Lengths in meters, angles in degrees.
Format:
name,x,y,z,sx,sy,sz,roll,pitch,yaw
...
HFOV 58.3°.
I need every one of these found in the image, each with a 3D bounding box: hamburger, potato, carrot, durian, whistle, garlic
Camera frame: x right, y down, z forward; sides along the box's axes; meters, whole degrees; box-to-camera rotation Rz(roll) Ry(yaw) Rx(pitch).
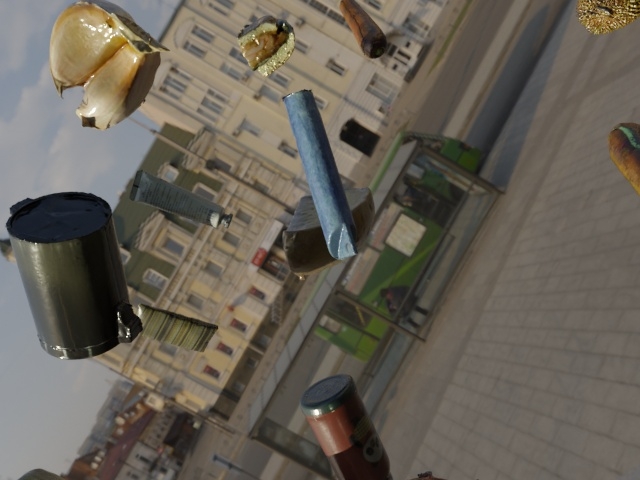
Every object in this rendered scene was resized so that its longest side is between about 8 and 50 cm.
name,x,y,z,sx,sy,sz,roll,pitch,yaw
hamburger,-0.148,-0.566,1.636,0.155,0.135,0.208,-27,28,5
potato,0.034,0.008,1.390,0.264,0.189,0.211,-69,-24,-64
carrot,0.084,-0.430,1.156,0.055,0.055,0.161,-57,47,43
durian,0.718,-0.587,1.421,0.158,0.137,0.168,-6,42,41
whistle,0.003,-0.115,1.012,0.062,0.304,0.062,-17,-5,-2
carrot,0.529,-0.099,0.904,0.070,0.070,0.260,-58,25,36
garlic,-0.571,-0.472,1.540,0.313,0.286,0.249,-43,49,25

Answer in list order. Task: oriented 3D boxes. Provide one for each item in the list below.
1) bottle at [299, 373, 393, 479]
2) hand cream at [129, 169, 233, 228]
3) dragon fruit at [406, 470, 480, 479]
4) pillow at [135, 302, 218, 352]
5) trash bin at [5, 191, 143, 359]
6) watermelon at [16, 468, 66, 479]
name,x,y,z,sx,sy,sz,roll,pitch,yaw
bottle,0.080,0.498,1.385,0.144,0.336,0.144,-24,10,5
hand cream,-0.315,-0.085,1.307,0.050,0.234,0.080,-83,16,-68
dragon fruit,0.236,0.533,1.062,0.269,0.200,0.198,0,69,55
pillow,-0.369,0.219,1.433,0.113,0.203,0.038,-56,23,33
trash bin,-0.517,0.073,1.214,0.203,0.252,0.302,-58,-25,-54
watermelon,-0.489,0.567,1.001,0.292,0.283,0.250,-38,5,31
